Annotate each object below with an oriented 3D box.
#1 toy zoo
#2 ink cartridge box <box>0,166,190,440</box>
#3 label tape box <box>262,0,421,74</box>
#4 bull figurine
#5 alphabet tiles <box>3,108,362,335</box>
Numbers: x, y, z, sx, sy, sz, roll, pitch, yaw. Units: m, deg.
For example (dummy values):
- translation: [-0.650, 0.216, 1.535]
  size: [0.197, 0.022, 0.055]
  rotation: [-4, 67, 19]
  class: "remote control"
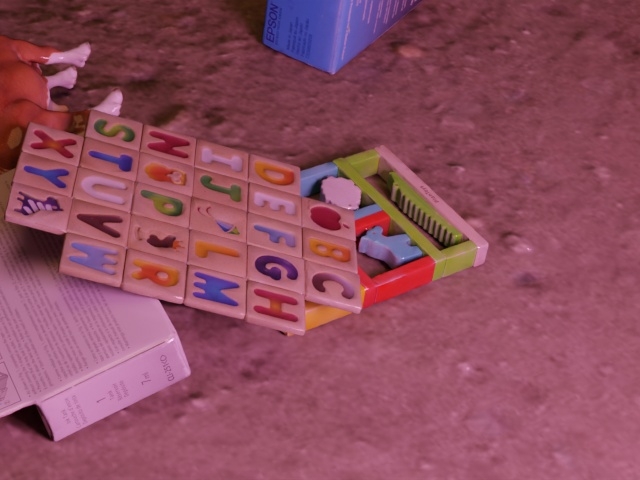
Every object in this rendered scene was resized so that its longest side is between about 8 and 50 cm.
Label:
- translation: [0.000, 0.000, 1.578]
  size: [0.293, 0.030, 0.192]
  rotation: [-20, 47, -30]
  class: "toy zoo"
- translation: [-0.296, 0.065, 1.422]
  size: [0.261, 0.066, 0.296]
  rotation: [-25, 47, -11]
  class: "ink cartridge box"
- translation: [0.073, -0.396, 1.895]
  size: [0.115, 0.249, 0.348]
  rotation: [24, 42, 18]
  class: "label tape box"
- translation: [-0.330, -0.160, 1.655]
  size: [0.188, 0.101, 0.310]
  rotation: [-8, 47, -27]
  class: "bull figurine"
- translation: [-0.125, -0.025, 1.481]
  size: [0.342, 0.011, 0.285]
  rotation: [15, 32, -11]
  class: "alphabet tiles"
